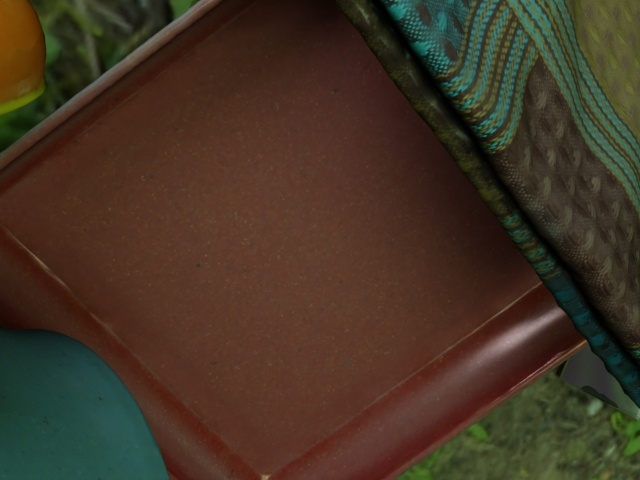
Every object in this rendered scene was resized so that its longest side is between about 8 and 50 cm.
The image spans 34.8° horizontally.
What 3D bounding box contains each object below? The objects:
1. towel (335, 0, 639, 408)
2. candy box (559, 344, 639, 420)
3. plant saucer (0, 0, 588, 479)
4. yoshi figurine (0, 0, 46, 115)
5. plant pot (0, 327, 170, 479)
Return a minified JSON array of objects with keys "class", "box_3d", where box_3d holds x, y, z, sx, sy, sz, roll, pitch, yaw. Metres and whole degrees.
[{"class":"towel","box_3d":[0.137,-0.151,0.457,0.271,0.040,0.370,47,51,-32]},{"class":"candy box","box_3d":[0.272,0.051,0.673,0.196,0.070,0.164,22,92,-34]},{"class":"plant saucer","box_3d":[0.000,0.000,0.471,0.259,0.047,0.258,-37,120,4]},{"class":"yoshi figurine","box_3d":[-0.146,-0.190,0.223,0.203,0.204,0.362,-31,115,-39]},{"class":"plant pot","box_3d":[-0.192,0.120,0.316,0.255,0.272,0.271,1,104,-46]}]
